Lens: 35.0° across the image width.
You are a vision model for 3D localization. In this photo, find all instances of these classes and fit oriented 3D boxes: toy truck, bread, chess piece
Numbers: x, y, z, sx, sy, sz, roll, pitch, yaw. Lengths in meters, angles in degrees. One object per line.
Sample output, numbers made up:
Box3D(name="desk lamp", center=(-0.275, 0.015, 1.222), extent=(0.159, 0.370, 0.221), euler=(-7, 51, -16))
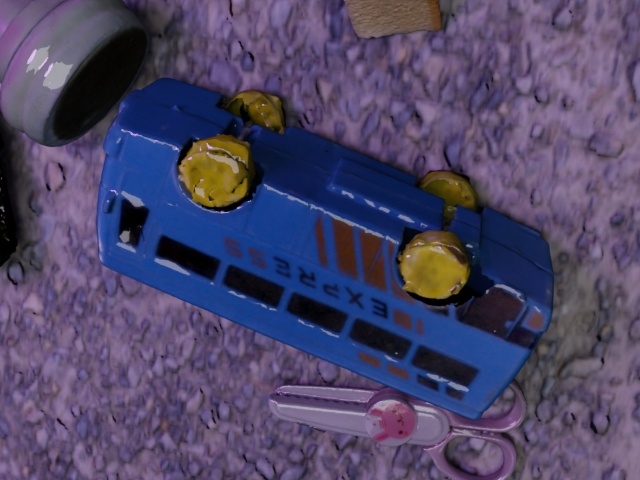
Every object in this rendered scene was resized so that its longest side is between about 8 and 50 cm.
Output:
Box3D(name="toy truck", center=(0.000, 0.000, 0.853), extent=(0.385, 0.161, 0.162), euler=(23, 118, -2))
Box3D(name="bread", center=(0.052, -0.234, 0.842), extent=(0.084, 0.080, 0.109), euler=(-9, 71, 10))
Box3D(name="chess piece", center=(-0.284, -0.210, 0.847), extent=(0.272, 0.139, 0.139), euler=(40, 108, 5))

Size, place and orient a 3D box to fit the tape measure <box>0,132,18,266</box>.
Box3D(name="tape measure", center=(-0.382, -0.053, 0.907), extent=(0.199, 0.112, 0.186), euler=(-5, 105, 7))

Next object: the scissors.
Box3D(name="scissors", center=(0.071, 0.167, 0.963), extent=(0.242, 0.030, 0.118), euler=(9, 108, 2))
